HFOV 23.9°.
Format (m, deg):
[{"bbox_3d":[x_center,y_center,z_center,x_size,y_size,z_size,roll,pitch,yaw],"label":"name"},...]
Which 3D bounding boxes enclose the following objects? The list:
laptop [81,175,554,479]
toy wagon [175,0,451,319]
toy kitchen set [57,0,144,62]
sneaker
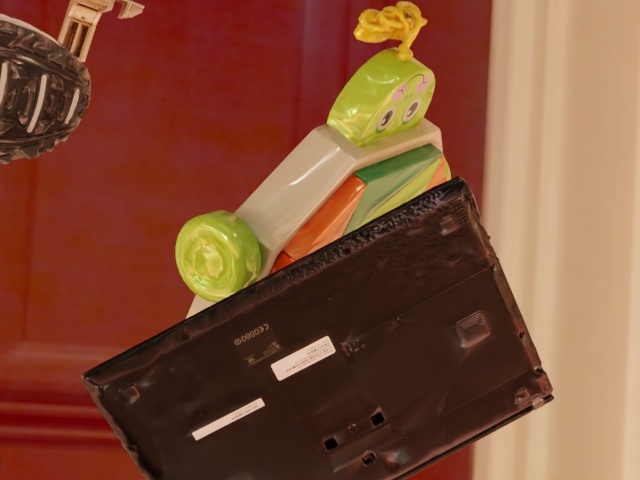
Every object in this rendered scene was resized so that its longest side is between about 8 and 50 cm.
[{"bbox_3d":[0.007,0.090,0.926,0.234,0.264,0.136,-28,-147,-2],"label":"laptop"},{"bbox_3d":[0.000,0.000,1.032,0.068,0.344,0.267,38,-149,19],"label":"toy wagon"},{"bbox_3d":[-0.233,-0.225,1.601,0.068,0.075,0.083,18,179,-19],"label":"toy kitchen set"},{"bbox_3d":[-0.278,-0.122,0.974,0.272,0.100,0.108,9,-157,-28],"label":"sneaker"}]
